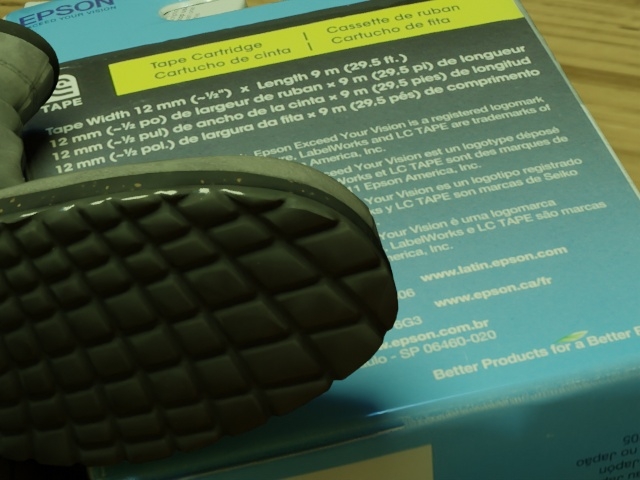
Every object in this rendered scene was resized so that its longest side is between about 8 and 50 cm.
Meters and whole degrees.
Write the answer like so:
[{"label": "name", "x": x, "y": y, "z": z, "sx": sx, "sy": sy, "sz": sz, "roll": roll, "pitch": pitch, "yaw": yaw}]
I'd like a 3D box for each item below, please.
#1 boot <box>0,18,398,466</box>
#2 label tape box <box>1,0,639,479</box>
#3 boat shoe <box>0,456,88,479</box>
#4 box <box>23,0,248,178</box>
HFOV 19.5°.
[{"label": "boot", "x": -0.131, "y": -0.019, "z": 0.724, "sx": 0.338, "sy": 0.118, "sz": 0.222, "roll": -10, "pitch": 37, "yaw": 15}, {"label": "label tape box", "x": 0.000, "y": 0.000, "z": 0.843, "sx": 0.249, "sy": 0.115, "sz": 0.347, "roll": -12, "pitch": 38, "yaw": -8}, {"label": "boat shoe", "x": -0.185, "y": 0.084, "z": 0.839, "sx": 0.130, "sy": 0.132, "sz": 0.355, "roll": -32, "pitch": 37, "yaw": 8}, {"label": "box", "x": -0.112, "y": -0.067, "z": 1.012, "sx": 0.137, "sy": 0.072, "sz": 0.126, "roll": 1, "pitch": 43, "yaw": 18}]
